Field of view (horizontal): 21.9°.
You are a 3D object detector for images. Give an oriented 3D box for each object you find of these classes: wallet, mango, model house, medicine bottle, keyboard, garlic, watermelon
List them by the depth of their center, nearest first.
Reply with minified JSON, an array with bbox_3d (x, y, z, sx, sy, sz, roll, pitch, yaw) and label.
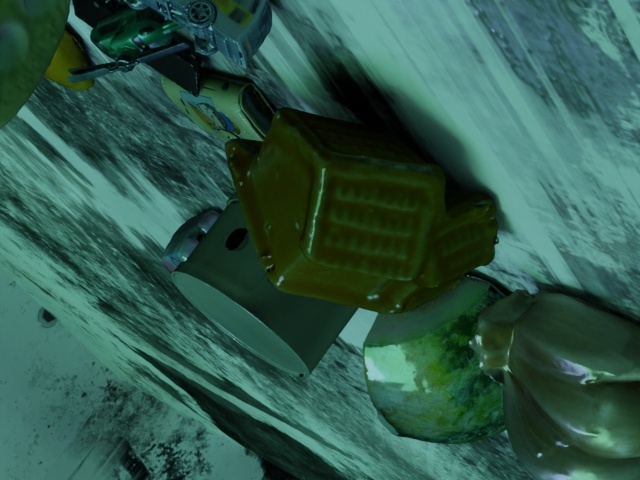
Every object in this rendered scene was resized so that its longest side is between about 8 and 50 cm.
[{"bbox_3d":[0.057,-0.042,1.661,0.268,0.173,0.239,9,158,-18],"label":"model house"},{"bbox_3d":[0.305,0.162,1.765,0.292,0.210,0.237,34,132,25],"label":"garlic"},{"bbox_3d":[-0.208,-0.229,1.857,0.195,0.018,0.060,35,149,21],"label":"keyboard"},{"bbox_3d":[-0.107,-0.146,1.881,0.155,0.039,0.110,20,157,50],"label":"wallet"},{"bbox_3d":[0.177,0.151,1.983,0.305,0.224,0.180,53,-157,-53],"label":"watermelon"},{"bbox_3d":[-0.345,-0.240,2.098,0.101,0.066,0.187,30,172,27],"label":"mango"},{"bbox_3d":[-0.164,0.026,2.429,0.119,0.094,0.188,38,165,-13],"label":"medicine bottle"}]

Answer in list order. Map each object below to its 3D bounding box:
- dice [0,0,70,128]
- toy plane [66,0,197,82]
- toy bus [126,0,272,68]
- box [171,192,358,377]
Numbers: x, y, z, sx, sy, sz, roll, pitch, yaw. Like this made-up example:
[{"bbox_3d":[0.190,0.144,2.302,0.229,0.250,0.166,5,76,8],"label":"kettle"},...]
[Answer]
[{"bbox_3d":[-0.449,-0.266,1.801,0.250,0.252,0.254,22,172,28],"label":"dice"},{"bbox_3d":[-0.179,-0.219,1.727,0.235,0.096,0.060,-9,138,45],"label":"toy plane"},{"bbox_3d":[-0.131,-0.241,1.573,0.190,0.075,0.064,33,163,16],"label":"toy bus"},{"bbox_3d":[-0.064,0.055,2.182,0.226,0.149,0.226,34,165,10],"label":"box"}]
